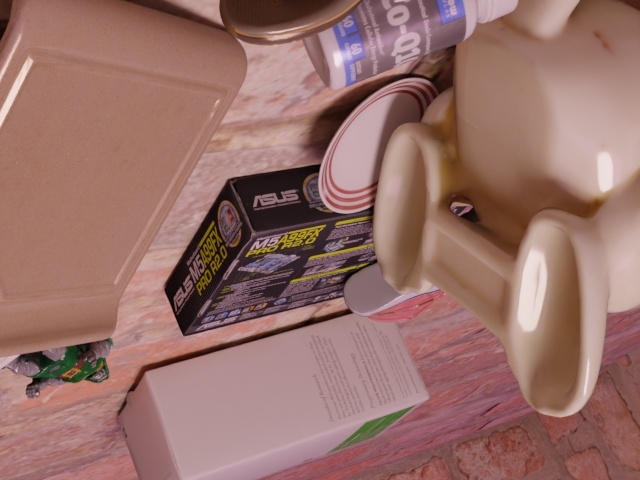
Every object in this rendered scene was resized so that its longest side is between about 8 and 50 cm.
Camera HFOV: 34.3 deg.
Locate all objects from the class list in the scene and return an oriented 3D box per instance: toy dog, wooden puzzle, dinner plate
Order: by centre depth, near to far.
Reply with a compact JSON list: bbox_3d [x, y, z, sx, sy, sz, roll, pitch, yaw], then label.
[{"bbox_3d":[-0.159,-0.037,0.647,0.221,0.044,0.239,-3,123,-63],"label":"wooden puzzle"},{"bbox_3d":[0.285,-0.094,0.901,0.407,0.284,0.396,-12,113,-28],"label":"toy dog"},{"bbox_3d":[0.050,-0.085,0.908,0.141,0.017,0.141,-30,146,-23],"label":"dinner plate"}]

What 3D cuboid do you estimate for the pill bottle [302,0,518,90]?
[{"bbox_3d":[0.056,-0.159,0.687,0.137,0.078,0.078,-23,160,-5],"label":"pill bottle"}]

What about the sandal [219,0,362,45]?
[{"bbox_3d":[0.019,-0.178,0.622,0.180,0.072,0.049,-25,145,-3],"label":"sandal"}]

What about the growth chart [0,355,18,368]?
[{"bbox_3d":[-0.290,0.074,0.685,0.172,0.021,0.237,-32,157,15],"label":"growth chart"}]

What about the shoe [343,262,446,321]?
[{"bbox_3d":[0.114,0.037,1.101,0.178,0.064,0.081,-23,162,11],"label":"shoe"}]

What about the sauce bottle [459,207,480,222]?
[{"bbox_3d":[0.278,-0.053,1.164,0.344,0.111,0.111,-25,160,6],"label":"sauce bottle"}]

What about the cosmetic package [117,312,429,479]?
[{"bbox_3d":[-0.067,0.225,1.403,0.365,0.155,0.197,-15,161,-26],"label":"cosmetic package"}]

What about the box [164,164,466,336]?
[{"bbox_3d":[0.000,0.000,1.050,0.270,0.060,0.216,-12,156,-31],"label":"box"}]

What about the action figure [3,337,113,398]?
[{"bbox_3d":[-0.270,0.117,1.045,0.137,0.063,0.232,-30,163,7],"label":"action figure"}]
